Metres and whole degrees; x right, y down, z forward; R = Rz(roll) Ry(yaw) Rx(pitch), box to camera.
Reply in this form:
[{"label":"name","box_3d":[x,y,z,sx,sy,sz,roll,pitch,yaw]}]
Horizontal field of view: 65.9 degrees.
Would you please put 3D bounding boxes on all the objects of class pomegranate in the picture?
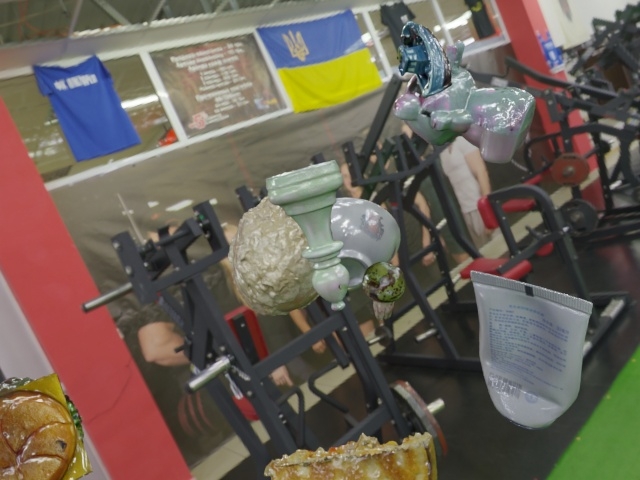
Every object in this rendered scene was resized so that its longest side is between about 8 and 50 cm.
[{"label":"pomegranate","box_3d":[0.191,0.141,1.425,0.125,0.163,0.138,-24,7,-2]}]

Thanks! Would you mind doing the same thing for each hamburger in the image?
[{"label":"hamburger","box_3d":[-0.558,0.376,0.888,0.261,0.243,0.138,-15,-6,-45]}]

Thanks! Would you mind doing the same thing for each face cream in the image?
[{"label":"face cream","box_3d":[0.447,0.256,1.077,0.234,0.420,0.137,17,47,39]}]

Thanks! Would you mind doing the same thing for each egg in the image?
[{"label":"egg","box_3d":[-0.093,0.037,1.232,0.279,0.311,0.279,12,-9,2]}]

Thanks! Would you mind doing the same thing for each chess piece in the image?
[{"label":"chess piece","box_3d":[0.000,0.000,0.902,0.139,0.272,0.139,-15,10,3]}]

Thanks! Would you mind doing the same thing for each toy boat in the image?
[{"label":"toy boat","box_3d":[0.140,-0.254,0.700,0.060,0.137,0.060,-9,-27,-10]}]

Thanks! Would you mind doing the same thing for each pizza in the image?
[{"label":"pizza","box_3d":[0.063,0.597,1.188,0.406,0.440,0.130,20,8,20]}]

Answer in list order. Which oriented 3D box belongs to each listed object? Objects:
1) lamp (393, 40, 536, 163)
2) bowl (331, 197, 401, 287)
[{"label":"lamp","box_3d":[0.342,-0.329,1.170,0.301,0.248,0.247,24,42,24]},{"label":"bowl","box_3d":[0.084,0.045,1.543,0.345,0.345,0.157,-22,37,22]}]
